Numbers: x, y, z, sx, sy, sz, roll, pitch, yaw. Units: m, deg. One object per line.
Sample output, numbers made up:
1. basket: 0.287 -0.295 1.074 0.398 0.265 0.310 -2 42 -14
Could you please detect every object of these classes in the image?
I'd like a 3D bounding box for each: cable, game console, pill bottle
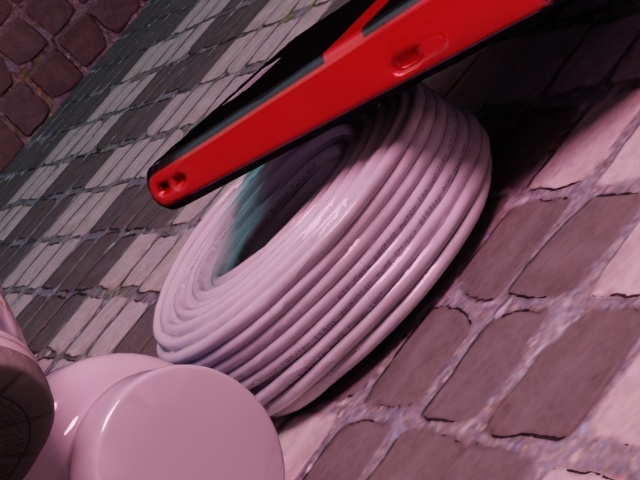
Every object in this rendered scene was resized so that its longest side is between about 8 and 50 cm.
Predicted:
1. cable: 0.000 0.000 1.162 0.257 0.089 0.257 -36 19 35
2. game console: 0.077 -0.156 1.204 0.342 0.060 0.386 -31 8 22
3. pill bottle: -0.133 0.148 1.038 0.272 0.152 0.152 -23 29 55

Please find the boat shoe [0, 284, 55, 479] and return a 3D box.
1. boat shoe: -0.257 0.144 0.974 0.320 0.118 0.103 -51 41 27
